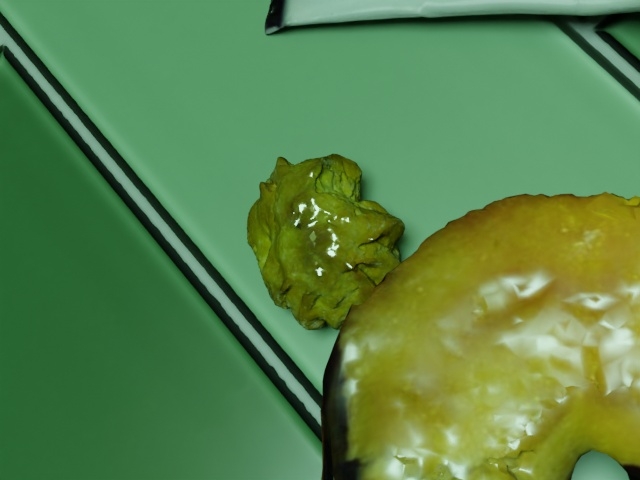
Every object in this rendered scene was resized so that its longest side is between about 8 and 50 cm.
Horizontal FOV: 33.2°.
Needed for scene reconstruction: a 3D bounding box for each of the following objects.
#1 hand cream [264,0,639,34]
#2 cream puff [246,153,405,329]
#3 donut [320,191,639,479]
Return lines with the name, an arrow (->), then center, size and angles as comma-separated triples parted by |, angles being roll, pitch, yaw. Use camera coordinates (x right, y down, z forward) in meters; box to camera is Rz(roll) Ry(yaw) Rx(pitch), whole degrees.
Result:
hand cream -> 0.130, -0.158, 0.520 | 0.336, 0.076, 0.121 | 4, 71, 20
cream puff -> 0.000, 0.000, 0.501 | 0.083, 0.058, 0.083 | -1, 77, 14
donut -> 0.116, 0.101, 0.419 | 0.253, 0.118, 0.253 | -3, 77, 12
